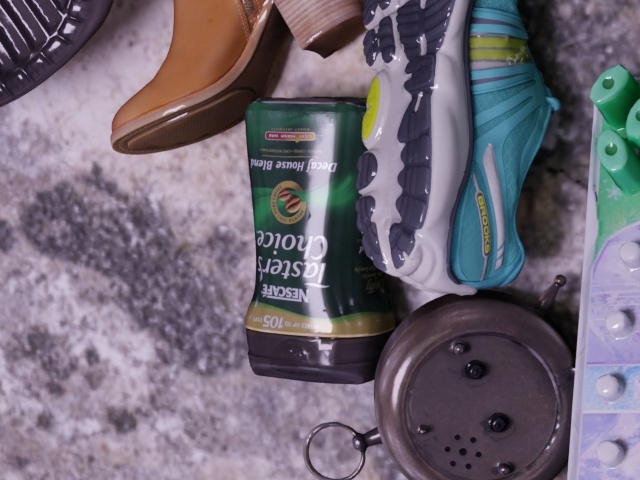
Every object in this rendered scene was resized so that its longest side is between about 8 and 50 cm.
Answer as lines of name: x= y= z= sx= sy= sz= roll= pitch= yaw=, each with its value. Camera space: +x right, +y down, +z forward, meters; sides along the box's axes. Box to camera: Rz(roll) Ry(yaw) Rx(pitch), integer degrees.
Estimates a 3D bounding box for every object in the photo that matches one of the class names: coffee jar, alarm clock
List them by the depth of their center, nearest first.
alarm clock: x=0.079 y=0.105 z=1.092 sx=0.192 sy=0.064 sz=0.129 roll=-22 pitch=96 yaw=7
coffee jar: x=0.000 y=0.000 z=1.143 sx=0.096 sy=0.079 sz=0.184 roll=2 pitch=96 yaw=26

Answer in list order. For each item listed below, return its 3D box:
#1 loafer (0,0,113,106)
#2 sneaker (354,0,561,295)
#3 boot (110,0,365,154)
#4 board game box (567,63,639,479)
loafer: x=-0.282 y=-0.148 z=1.234 sx=0.366 sy=0.130 sz=0.134 roll=-18 pitch=107 yaw=30
sneaker: x=0.089 y=-0.102 z=1.085 sx=0.107 sy=0.110 sz=0.275 roll=-6 pitch=74 yaw=58
boot: x=-0.079 y=-0.158 z=1.169 sx=0.197 sy=0.073 sz=0.152 roll=-31 pitch=74 yaw=6
board game box: x=0.315 y=0.074 z=0.924 sx=0.390 sy=0.050 sz=0.390 roll=-2 pitch=70 yaw=25
